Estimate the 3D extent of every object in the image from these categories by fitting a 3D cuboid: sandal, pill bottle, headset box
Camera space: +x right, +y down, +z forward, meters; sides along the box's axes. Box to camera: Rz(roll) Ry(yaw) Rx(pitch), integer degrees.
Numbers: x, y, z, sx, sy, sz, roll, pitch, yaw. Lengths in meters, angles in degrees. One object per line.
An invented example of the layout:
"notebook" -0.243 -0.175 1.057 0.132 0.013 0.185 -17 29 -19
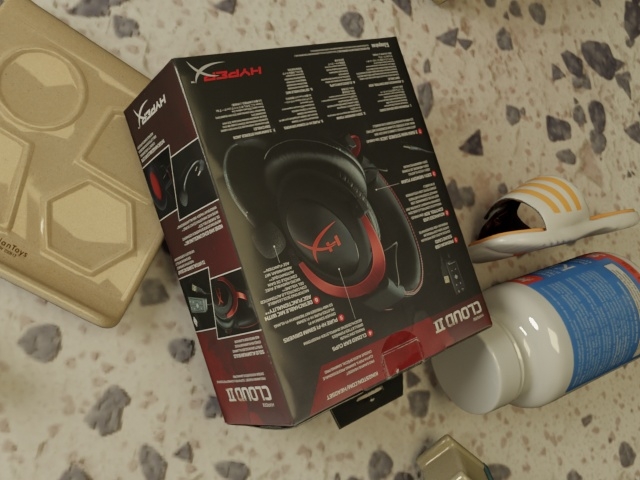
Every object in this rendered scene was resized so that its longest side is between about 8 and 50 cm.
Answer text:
"sandal" 0.244 -0.031 0.735 0.265 0.102 0.076 -10 84 -39
"pill bottle" 0.223 0.092 0.678 0.221 0.124 0.124 -14 87 -31
"headset box" 0.000 0.000 0.551 0.218 0.110 0.293 -19 89 -36

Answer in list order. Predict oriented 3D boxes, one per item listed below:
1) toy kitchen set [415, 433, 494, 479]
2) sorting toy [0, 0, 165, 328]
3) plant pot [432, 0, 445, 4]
"toy kitchen set" 0.092 0.311 0.602 0.207 0.166 0.122 -44 104 9
"sorting toy" -0.200 -0.061 0.528 0.193 0.038 0.208 32 62 -20
"plant pot" 0.146 -0.322 0.732 0.109 0.109 0.096 45 75 -15
